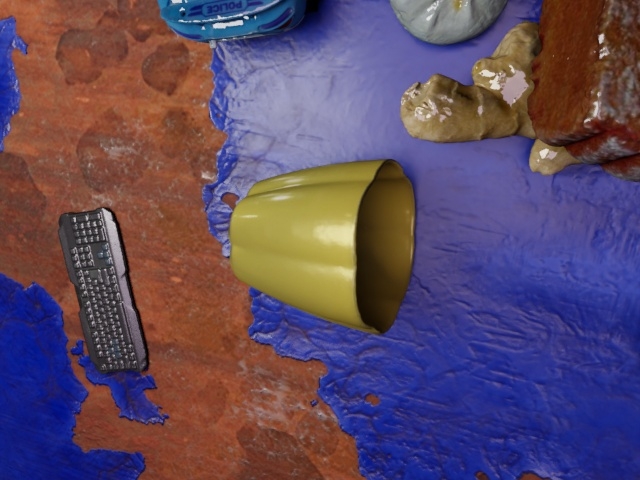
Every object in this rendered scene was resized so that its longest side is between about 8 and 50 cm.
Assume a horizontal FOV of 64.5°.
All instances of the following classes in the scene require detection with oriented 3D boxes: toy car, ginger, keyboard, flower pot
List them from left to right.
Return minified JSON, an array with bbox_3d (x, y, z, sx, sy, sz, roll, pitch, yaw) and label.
[{"bbox_3d":[-0.337,0.082,0.783,0.106,0.016,0.263,-6,99,17],"label":"keyboard"},{"bbox_3d":[-0.109,-0.377,0.551,0.198,0.166,0.314,-1,100,12],"label":"toy car"},{"bbox_3d":[0.000,0.000,0.593,0.179,0.195,0.195,7,103,27],"label":"flower pot"},{"bbox_3d":[0.256,-0.138,0.539,0.333,0.081,0.148,18,85,0],"label":"ginger"}]

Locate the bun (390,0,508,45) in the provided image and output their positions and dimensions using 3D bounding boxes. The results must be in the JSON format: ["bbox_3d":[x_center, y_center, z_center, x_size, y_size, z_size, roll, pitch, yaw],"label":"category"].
[{"bbox_3d":[0.137,-0.284,0.541,0.140,0.083,0.141,3,102,12],"label":"bun"}]

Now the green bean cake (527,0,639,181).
[{"bbox_3d":[0.276,-0.183,0.452,0.198,0.097,0.233,23,87,-3],"label":"green bean cake"}]
